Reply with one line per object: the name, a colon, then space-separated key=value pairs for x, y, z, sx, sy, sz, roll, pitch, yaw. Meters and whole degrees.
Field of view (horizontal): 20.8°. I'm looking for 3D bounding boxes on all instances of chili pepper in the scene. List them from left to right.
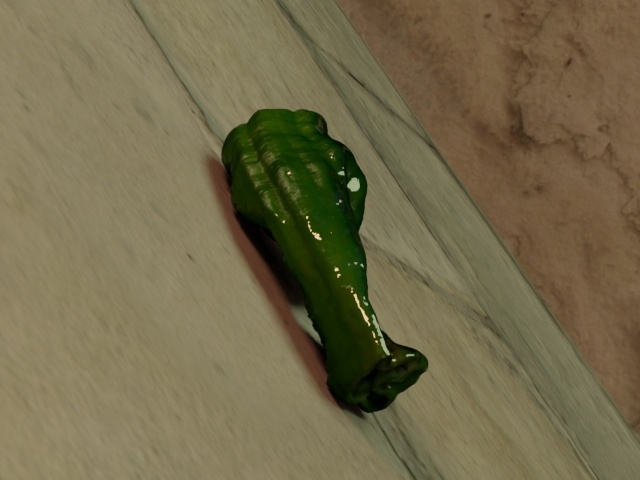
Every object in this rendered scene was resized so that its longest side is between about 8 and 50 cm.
chili pepper: x=0.001 y=0.001 z=1.102 sx=0.099 sy=0.083 sz=0.253 roll=55 pitch=9 yaw=-46
